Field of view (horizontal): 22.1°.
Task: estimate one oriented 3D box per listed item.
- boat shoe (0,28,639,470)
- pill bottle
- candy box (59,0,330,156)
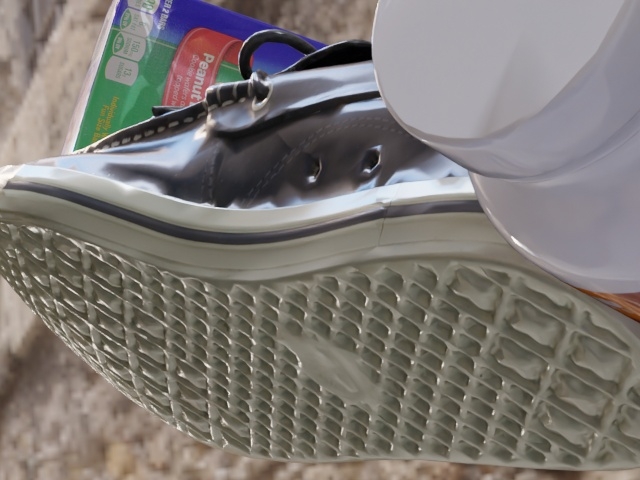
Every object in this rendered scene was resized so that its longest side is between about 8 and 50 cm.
[{"bbox_3d":[0.000,0.000,0.786,0.500,0.156,0.187,-2,-47,50],"label":"boat shoe"},{"bbox_3d":[0.120,-0.029,0.480,0.121,0.121,0.216,-29,-40,36],"label":"pill bottle"},{"bbox_3d":[-0.060,-0.038,1.389,0.317,0.268,0.122,18,-11,-14],"label":"candy box"}]
